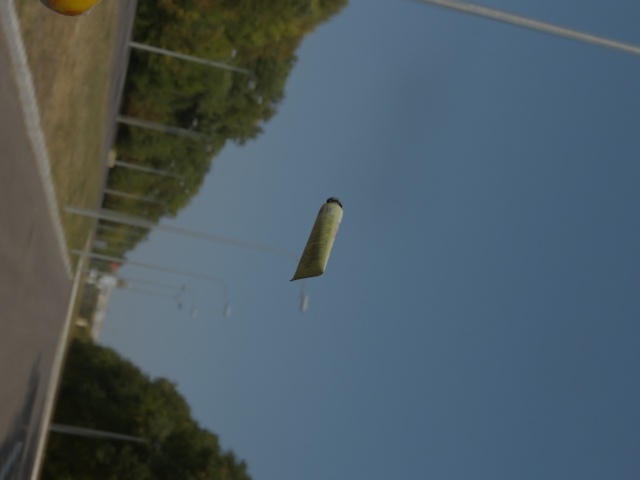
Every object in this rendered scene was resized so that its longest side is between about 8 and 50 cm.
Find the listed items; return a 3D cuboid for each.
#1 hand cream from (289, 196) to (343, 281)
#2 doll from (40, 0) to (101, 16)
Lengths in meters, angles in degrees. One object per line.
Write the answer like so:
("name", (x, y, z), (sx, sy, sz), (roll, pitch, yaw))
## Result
("hand cream", (0.000, 0.000, 0.949), (0.022, 0.035, 0.102), (58, 35, -34))
("doll", (-0.283, -0.329, 0.986), (0.162, 0.269, 0.167), (126, -18, -46))
